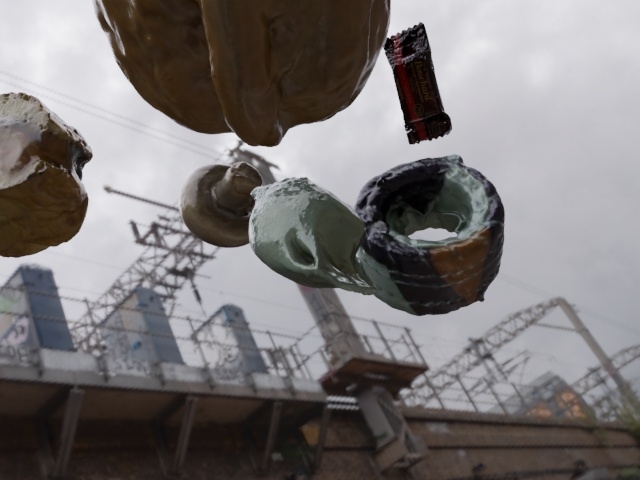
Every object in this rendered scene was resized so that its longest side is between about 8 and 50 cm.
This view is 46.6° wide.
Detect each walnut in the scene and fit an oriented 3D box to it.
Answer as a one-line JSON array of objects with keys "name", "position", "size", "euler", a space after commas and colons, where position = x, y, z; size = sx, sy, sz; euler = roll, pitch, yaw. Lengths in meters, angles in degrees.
[{"name": "walnut", "position": [-0.058, -0.197, 0.568], "size": [0.224, 0.257, 0.257], "euler": [-4, -32, 7]}]

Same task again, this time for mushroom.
[{"name": "mushroom", "position": [-0.197, -0.091, 1.595], "size": [0.204, 0.204, 0.204], "euler": [-20, -32, -14]}]

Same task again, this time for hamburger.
[{"name": "hamburger", "position": [-0.442, -0.076, 1.056], "size": [0.329, 0.162, 0.209], "euler": [-7, -31, 22]}]

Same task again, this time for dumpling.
[{"name": "dumpling", "position": [0.000, -0.012, 0.813], "size": [0.152, 0.219, 0.108], "euler": [3, -59, -28]}]

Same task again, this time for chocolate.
[{"name": "chocolate", "position": [0.153, -0.245, 1.174], "size": [0.086, 0.182, 0.028], "euler": [-17, 2, 33]}]

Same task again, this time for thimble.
[{"name": "thimble", "position": [0.166, -0.013, 1.124], "size": [0.237, 0.237, 0.150], "euler": [-22, -43, -11]}]
